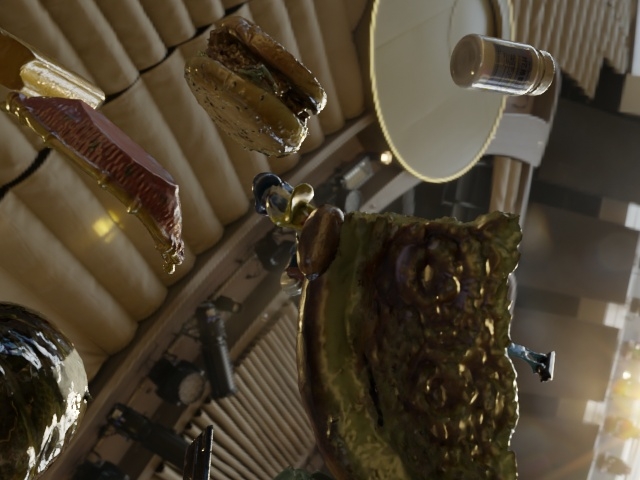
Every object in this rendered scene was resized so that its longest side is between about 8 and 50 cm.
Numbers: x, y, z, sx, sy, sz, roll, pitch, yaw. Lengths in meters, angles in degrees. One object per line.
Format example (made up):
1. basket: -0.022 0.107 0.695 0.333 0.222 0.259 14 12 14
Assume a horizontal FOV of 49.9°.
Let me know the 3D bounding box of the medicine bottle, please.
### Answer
1. medicine bottle: 0.350 -0.333 1.322 0.187 0.103 0.102 1 -81 -28

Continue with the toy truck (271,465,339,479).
1. toy truck: -0.093 0.367 0.627 0.338 0.184 0.133 -43 -53 15

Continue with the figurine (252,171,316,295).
1. figurine: -0.027 0.023 1.260 0.338 0.204 0.283 52 -168 1

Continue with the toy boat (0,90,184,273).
1. toy boat: -0.283 -0.097 0.907 0.318 0.141 0.099 45 -80 -4

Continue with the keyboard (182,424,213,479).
1. keyboard: -0.160 0.329 0.868 0.011 0.202 0.067 31 -62 -23

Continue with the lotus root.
1. lotus root: -0.002 -0.001 0.719 0.030 0.037 0.083 30 -115 -38

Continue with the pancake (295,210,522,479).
1. pancake: 0.086 0.151 0.708 0.067 0.305 0.426 9 -109 -43

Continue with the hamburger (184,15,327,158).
1. hamburger: -0.161 -0.349 1.553 0.195 0.318 0.277 -54 -49 -10

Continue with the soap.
1. soap: -0.512 -0.299 1.200 0.080 0.160 0.257 -59 -15 2

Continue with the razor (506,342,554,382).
1. razor: 0.224 0.171 1.053 0.082 0.253 0.042 -37 -55 -62

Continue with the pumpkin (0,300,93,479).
1. pumpkin: -0.333 0.162 0.577 0.260 0.260 0.189 -18 -84 -45
